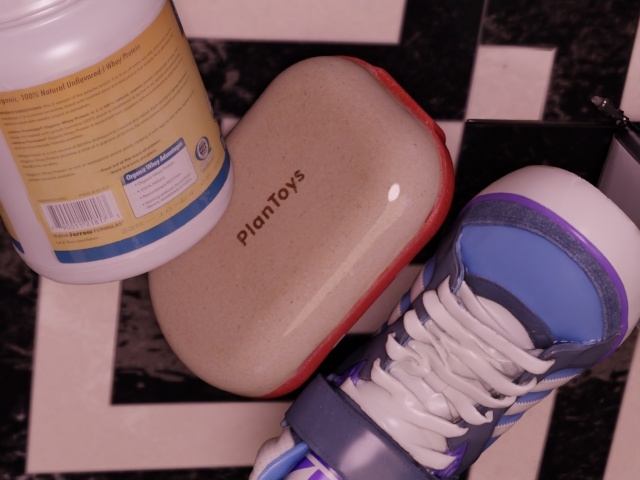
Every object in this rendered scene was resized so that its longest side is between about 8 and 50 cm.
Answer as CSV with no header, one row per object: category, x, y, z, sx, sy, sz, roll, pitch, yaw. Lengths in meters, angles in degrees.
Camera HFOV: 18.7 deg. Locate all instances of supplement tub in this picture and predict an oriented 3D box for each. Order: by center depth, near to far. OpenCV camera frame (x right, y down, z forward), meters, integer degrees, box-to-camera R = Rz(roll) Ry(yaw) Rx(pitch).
supplement tub,-0.144,-0.090,1.152,0.144,0.144,0.199,-21,123,-3

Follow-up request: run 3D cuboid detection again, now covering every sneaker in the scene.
sneaker,0.066,0.104,1.211,0.130,0.323,0.236,41,66,1

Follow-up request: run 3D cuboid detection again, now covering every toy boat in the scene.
toy boat,0.000,0.000,1.268,0.231,0.151,0.151,-49,149,14

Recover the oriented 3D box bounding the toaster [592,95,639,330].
toaster,0.278,-0.003,1.315,0.168,0.185,0.110,4,121,-27
